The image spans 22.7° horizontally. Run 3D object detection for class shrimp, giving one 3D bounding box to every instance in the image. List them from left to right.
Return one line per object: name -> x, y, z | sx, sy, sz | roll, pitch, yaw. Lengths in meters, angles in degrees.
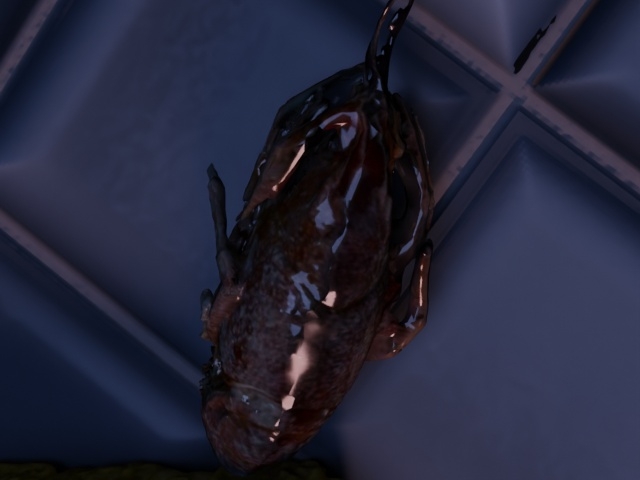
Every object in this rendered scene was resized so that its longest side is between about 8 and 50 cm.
shrimp -> -0.001, 0.000, 0.571 | 0.075, 0.073, 0.190 | 2, 116, -27

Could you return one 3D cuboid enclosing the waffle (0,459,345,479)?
waffle -> -0.091, 0.199, 0.635 | 0.229, 0.057, 0.219 | -3, 98, 18
